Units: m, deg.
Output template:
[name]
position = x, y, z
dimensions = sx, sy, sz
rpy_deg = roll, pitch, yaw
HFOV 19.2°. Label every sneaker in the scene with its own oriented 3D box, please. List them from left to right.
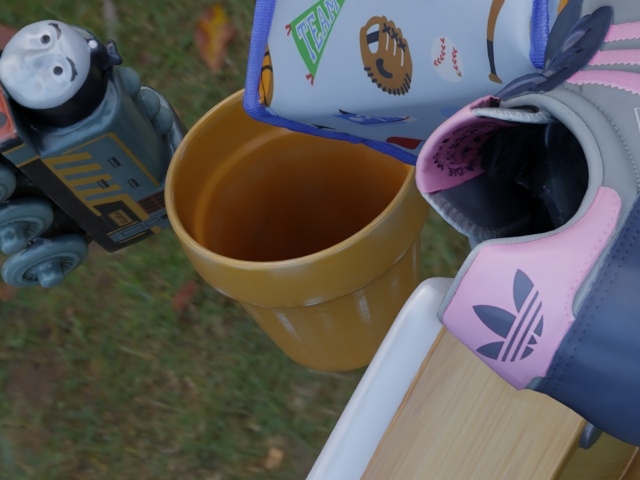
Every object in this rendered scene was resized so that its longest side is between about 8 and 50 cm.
[sneaker]
position = 0.102, -0.041, 0.736
dimensions = 0.131, 0.319, 0.112
rpy_deg = 19, 116, -11

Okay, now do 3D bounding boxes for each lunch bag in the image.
[lunch bag]
position = 0.127, -0.257, 1.225
dimensions = 0.328, 0.239, 0.385
rpy_deg = -1, 77, 54

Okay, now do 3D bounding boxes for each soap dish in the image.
[soap dish]
position = 0.097, 0.141, 1.068
dimensions = 0.118, 0.291, 0.229
rpy_deg = 31, 97, 22

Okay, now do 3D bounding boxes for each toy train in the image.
[toy train]
position = -0.213, -0.074, 1.509
dimensions = 0.190, 0.334, 0.142
rpy_deg = -24, 69, 3

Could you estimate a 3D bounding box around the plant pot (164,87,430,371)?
[plant pot]
position = 0.000, 0.000, 1.518
dimensions = 0.205, 0.188, 0.205
rpy_deg = -10, 48, 11
